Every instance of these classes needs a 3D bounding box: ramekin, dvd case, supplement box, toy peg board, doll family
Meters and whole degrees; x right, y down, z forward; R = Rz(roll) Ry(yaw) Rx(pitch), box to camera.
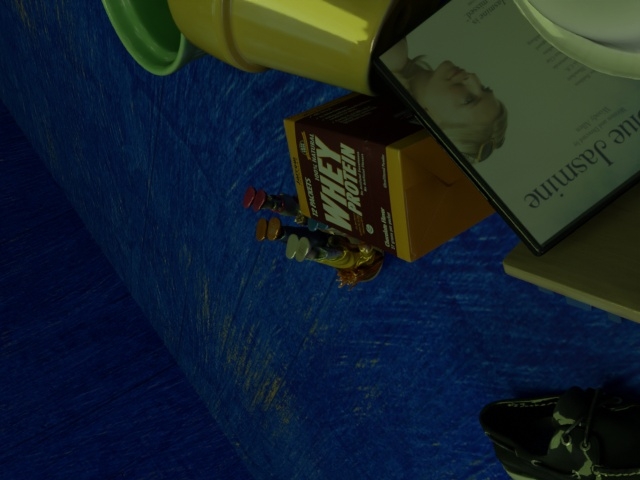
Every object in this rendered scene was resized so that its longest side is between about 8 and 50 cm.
[{"bbox_3d":[-0.238,-0.434,1.037,0.303,0.148,0.303,36,141,36],"label":"ramekin"},{"bbox_3d":[0.194,-0.135,0.610,0.253,0.180,0.022,53,-178,15],"label":"dvd case"},{"bbox_3d":[0.097,-0.097,0.757,0.194,0.191,0.129,26,135,47],"label":"supplement box"},{"bbox_3d":[0.290,0.021,0.607,0.161,0.161,0.079,23,148,47],"label":"toy peg board"},{"bbox_3d":[0.000,0.000,0.960,0.263,0.163,0.118,20,98,50],"label":"doll family"}]

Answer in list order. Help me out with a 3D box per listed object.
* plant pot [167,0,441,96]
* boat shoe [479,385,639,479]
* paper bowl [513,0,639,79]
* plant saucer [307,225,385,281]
[{"bbox_3d":[-0.001,-0.288,0.727,0.239,0.254,0.254,31,141,17],"label":"plant pot"},{"bbox_3d":[0.308,0.227,0.766,0.113,0.127,0.340,50,159,-3],"label":"boat shoe"},{"bbox_3d":[0.240,-0.255,0.456,0.284,0.148,0.284,35,140,37],"label":"paper bowl"},{"bbox_3d":[0.044,-0.029,1.049,0.198,0.036,0.198,38,143,36],"label":"plant saucer"}]
